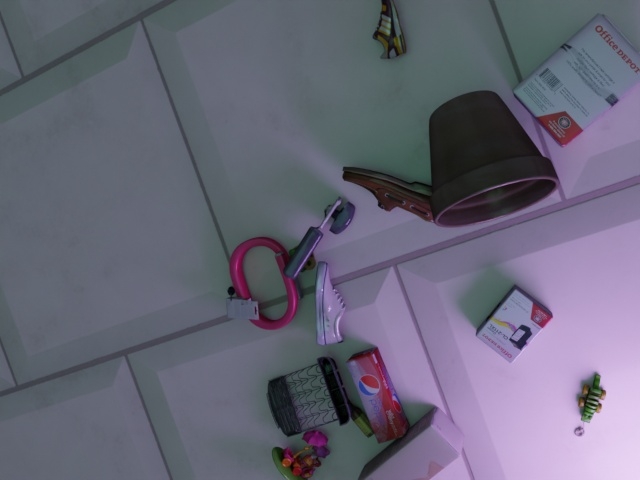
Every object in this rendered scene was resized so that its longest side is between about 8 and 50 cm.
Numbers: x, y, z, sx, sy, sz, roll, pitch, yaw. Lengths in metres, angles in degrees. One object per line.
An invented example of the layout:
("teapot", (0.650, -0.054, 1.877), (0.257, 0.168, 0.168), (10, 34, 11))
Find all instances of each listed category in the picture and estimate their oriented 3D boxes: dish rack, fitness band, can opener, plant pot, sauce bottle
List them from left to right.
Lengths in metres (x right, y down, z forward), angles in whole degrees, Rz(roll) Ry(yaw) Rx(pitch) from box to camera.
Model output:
("fitness band", (-0.172, 0.133, 1.965), (0.209, 0.054, 0.290), (-18, 91, 25))
("dish rack", (-0.044, 0.488, 1.953), (0.272, 0.074, 0.208), (-24, 78, 20))
("can opener", (0.000, 0.000, 1.865), (0.095, 0.076, 0.283), (32, 90, -1))
("sauce bottle", (0.118, 0.540, 1.939), (0.042, 0.042, 0.128), (-45, 76, 17))
("plant pot", (0.408, -0.217, 1.637), (0.323, 0.323, 0.280), (-20, 75, 19))

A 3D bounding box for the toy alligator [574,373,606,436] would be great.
("toy alligator", (0.731, 0.458, 1.728), (0.056, 0.051, 0.189), (16, 101, 16))

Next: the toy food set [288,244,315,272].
("toy food set", (-0.057, 0.055, 1.946), (0.083, 0.020, 0.083), (-17, 92, 19))

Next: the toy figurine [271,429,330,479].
("toy figurine", (-0.036, 0.667, 1.979), (0.159, 0.130, 0.173), (-40, 106, 9))

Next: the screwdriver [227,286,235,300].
("screwdriver", (-0.278, 0.168, 1.957), (0.025, 0.170, 0.024), (-21, 100, 0))

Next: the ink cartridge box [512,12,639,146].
("ink cartridge box", (0.659, -0.399, 1.612), (0.273, 0.114, 0.197), (-42, 83, 19))

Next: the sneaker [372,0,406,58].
("sneaker", (0.178, -0.599, 1.765), (0.084, 0.069, 0.185), (-15, 91, 14))

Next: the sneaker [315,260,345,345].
("sneaker", (0.029, 0.187, 1.910), (0.091, 0.094, 0.258), (-2, 101, 0))

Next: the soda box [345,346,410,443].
("soda box", (0.170, 0.458, 1.891), (0.092, 0.083, 0.263), (-23, 89, 19))

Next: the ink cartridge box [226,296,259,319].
("ink cartridge box", (-0.236, 0.210, 1.968), (0.115, 0.029, 0.062), (1, 100, 25))

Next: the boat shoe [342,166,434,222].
("boat shoe", (0.197, -0.130, 1.794), (0.307, 0.111, 0.104), (18, 101, 15))

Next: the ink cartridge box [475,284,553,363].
("ink cartridge box", (0.532, 0.231, 1.753), (0.127, 0.072, 0.175), (38, 106, 9))

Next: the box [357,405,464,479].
("box", (0.261, 0.641, 1.853), (0.121, 0.148, 0.311), (47, 109, 7))
